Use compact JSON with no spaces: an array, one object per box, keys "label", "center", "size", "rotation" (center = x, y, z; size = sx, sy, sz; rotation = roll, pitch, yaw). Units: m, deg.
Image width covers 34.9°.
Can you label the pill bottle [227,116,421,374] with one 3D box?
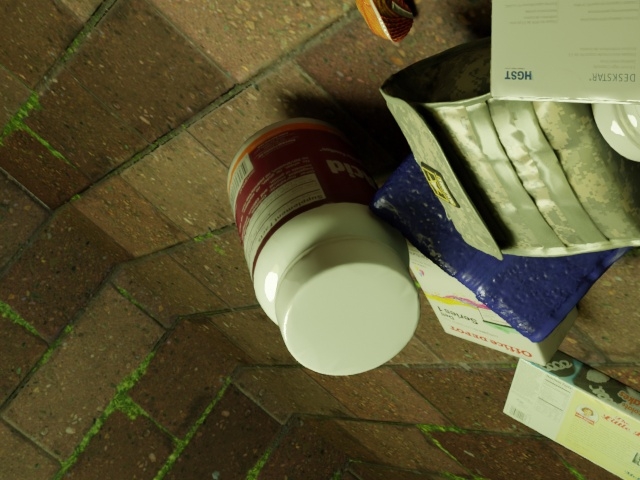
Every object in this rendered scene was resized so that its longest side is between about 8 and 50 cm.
[{"label":"pill bottle","center":[0.000,0.000,1.480],"size":[0.224,0.224,0.392],"rotation":[52,-171,-35]}]

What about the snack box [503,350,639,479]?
[{"label":"snack box","center":[0.492,0.316,1.803],"size":[0.322,0.060,0.187],"rotation":[28,144,20]}]

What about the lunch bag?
[{"label":"lunch bag","center":[0.219,-0.106,1.159],"size":[0.287,0.169,0.235],"rotation":[-8,124,45]}]

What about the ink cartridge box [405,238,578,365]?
[{"label":"ink cartridge box","center":[0.258,0.052,1.576],"size":[0.201,0.117,0.278],"rotation":[17,151,39]}]

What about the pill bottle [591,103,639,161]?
[{"label":"pill bottle","center":[0.380,-0.156,0.920],"size":[0.153,0.153,0.265],"rotation":[42,157,-15]}]

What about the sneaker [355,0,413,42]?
[{"label":"sneaker","center":[0.057,-0.309,1.218],"size":[0.067,0.064,0.175],"rotation":[32,158,37]}]

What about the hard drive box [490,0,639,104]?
[{"label":"hard drive box","center":[0.241,-0.235,0.872],"size":[0.181,0.089,0.232],"rotation":[13,107,50]}]

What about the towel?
[{"label":"towel","center":[0.245,-0.037,1.345],"size":[0.308,0.227,0.076],"rotation":[38,-163,-6]}]
